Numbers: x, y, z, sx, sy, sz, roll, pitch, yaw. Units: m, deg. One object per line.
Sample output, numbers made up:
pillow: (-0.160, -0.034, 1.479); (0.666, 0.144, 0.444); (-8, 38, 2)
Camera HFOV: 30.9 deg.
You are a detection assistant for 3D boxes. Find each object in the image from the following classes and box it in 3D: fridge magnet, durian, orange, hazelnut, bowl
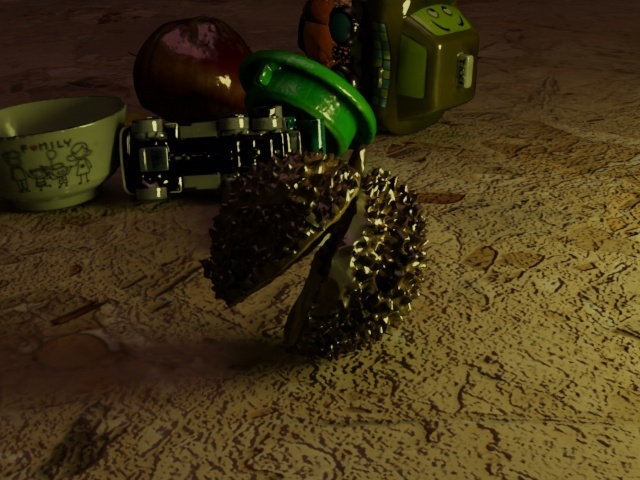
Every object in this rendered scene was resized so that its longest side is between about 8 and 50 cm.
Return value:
fridge magnet: (-0.021, -0.182, 1.573); (0.208, 0.208, 0.088); (12, 67, 37)
durian: (0.000, 0.000, 0.985); (0.196, 0.196, 0.167); (-11, -2, -24)
orange: (0.074, -0.390, 2.154); (0.234, 0.182, 0.234); (4, 8, -1)
hazelnut: (-0.189, -0.260, 1.795); (0.204, 0.178, 0.178); (3, 16, -21)
bowl: (-0.340, -0.105, 1.450); (0.211, 0.112, 0.211); (-7, 18, 2)

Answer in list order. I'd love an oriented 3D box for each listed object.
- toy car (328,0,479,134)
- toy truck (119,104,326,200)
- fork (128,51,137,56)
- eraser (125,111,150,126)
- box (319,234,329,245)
toy car: (0.143, -0.273, 1.687); (0.204, 0.248, 0.198); (-19, 30, -41)
toy truck: (-0.120, -0.109, 1.455); (0.253, 0.114, 0.124); (-3, 6, -2)
fork: (-0.211, -0.256, 1.903); (0.235, 0.021, 0.039); (21, 17, -20)
eraser: (-0.305, -0.151, 1.689); (0.122, 0.045, 0.097); (-14, 23, -28)
box: (-0.043, -0.027, 1.330); (0.090, 0.024, 0.167); (-5, 20, -5)
